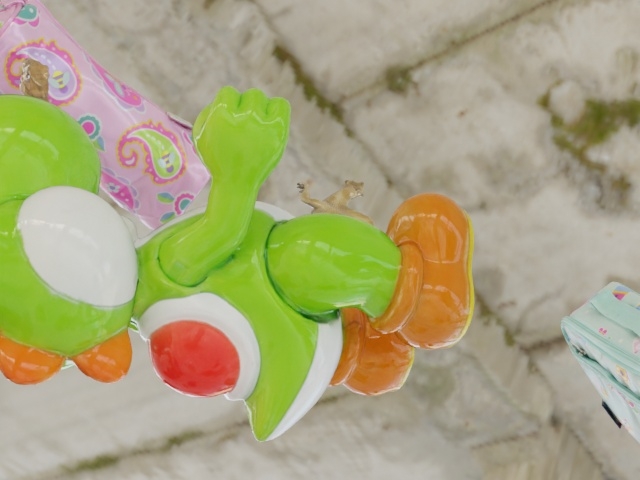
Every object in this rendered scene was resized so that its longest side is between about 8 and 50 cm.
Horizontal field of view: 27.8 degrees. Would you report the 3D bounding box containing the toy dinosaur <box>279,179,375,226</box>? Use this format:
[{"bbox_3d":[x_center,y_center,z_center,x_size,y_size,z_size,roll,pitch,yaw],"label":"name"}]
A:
[{"bbox_3d":[0.000,0.000,1.081,0.092,0.183,0.053,2,-43,4],"label":"toy dinosaur"}]

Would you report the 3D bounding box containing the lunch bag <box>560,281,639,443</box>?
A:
[{"bbox_3d":[0.389,0.165,1.463,0.224,0.108,0.279,51,-4,-18],"label":"lunch bag"}]

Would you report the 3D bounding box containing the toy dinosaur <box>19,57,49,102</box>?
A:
[{"bbox_3d":[-0.198,-0.041,1.035,0.112,0.064,0.211,-12,-62,45],"label":"toy dinosaur"}]

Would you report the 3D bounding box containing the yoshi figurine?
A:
[{"bbox_3d":[-0.098,-0.007,0.815,0.362,0.203,0.203,8,-79,-24],"label":"yoshi figurine"}]

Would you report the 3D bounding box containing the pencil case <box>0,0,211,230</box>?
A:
[{"bbox_3d":[-0.233,-0.128,1.324,0.284,0.124,0.124,38,-43,-26],"label":"pencil case"}]
